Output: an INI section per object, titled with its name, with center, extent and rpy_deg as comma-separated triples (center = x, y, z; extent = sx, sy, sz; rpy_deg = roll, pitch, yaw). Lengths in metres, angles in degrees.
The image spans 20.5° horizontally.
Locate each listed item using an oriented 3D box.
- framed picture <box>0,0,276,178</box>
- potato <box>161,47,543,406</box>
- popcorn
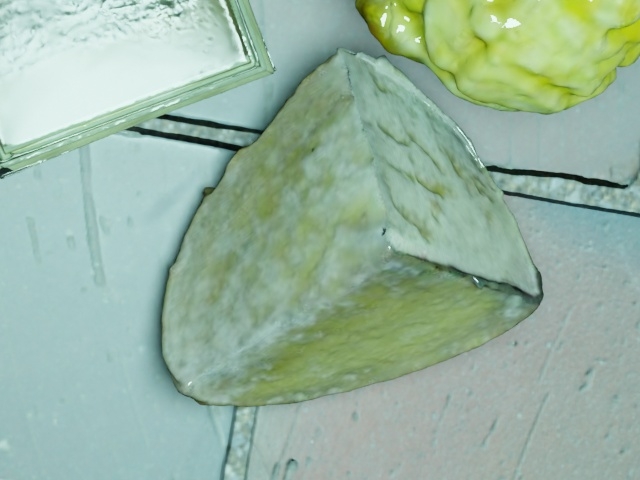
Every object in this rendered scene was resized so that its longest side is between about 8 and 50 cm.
[framed picture]
center = -0.184, -0.184, 1.442
extent = 0.252, 0.014, 0.197
rpy_deg = -22, 99, -11
[potato]
center = 0.012, 0.012, 1.465
extent = 0.264, 0.211, 0.189
rpy_deg = -35, 145, 24
[popcorn]
center = 0.158, -0.235, 1.407
extent = 0.293, 0.293, 0.237
rpy_deg = 31, 124, -13
